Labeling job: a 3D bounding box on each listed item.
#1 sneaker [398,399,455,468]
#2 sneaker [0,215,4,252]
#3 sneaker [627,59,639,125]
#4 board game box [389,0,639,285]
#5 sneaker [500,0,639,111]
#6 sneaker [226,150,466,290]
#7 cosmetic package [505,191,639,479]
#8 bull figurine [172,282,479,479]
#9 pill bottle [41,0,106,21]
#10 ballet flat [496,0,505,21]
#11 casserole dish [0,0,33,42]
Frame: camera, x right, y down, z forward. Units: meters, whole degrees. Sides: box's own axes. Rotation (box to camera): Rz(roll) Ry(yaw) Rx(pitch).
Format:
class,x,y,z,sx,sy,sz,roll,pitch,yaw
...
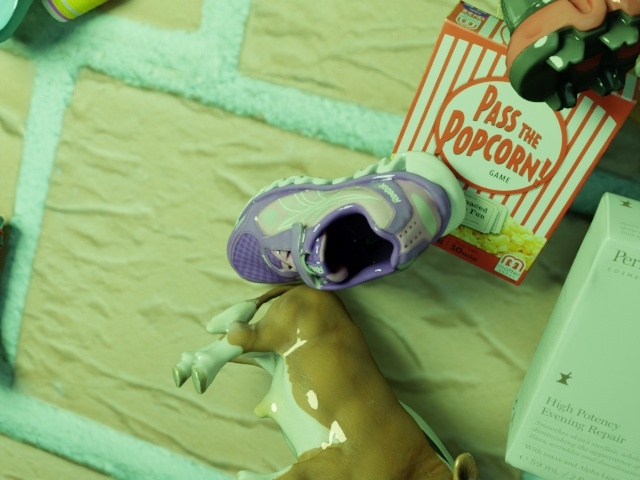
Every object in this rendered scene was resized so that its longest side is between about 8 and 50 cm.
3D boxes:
class,x,y,z,sx,sy,sz,roll,pitch,yaw
sneaker,0.072,0.244,0.648,0.296,0.147,0.104,45,107,5
sneaker,-0.378,0.017,0.745,0.125,0.104,0.261,-18,94,13
sneaker,0.347,-0.042,0.581,0.290,0.106,0.123,47,143,-6
board game box,0.137,-0.071,0.594,0.147,0.045,0.193,26,132,8
sneaker,0.240,-0.187,0.468,0.276,0.097,0.135,-17,71,7
sneaker,0.000,0.000,0.621,0.237,0.104,0.095,-15,117,38
cosmetic package,0.239,0.091,0.586,0.117,0.085,0.231,17,122,10
bull figurine,0.006,0.159,0.598,0.189,0.310,0.101,-11,135,-24
pill bottle,-0.220,-0.242,0.697,0.083,0.043,0.043,-21,93,16
ballet flat,0.168,-0.212,0.595,0.073,0.067,0.206,4,101,-12
casserole dish,-0.326,-0.263,0.702,0.188,0.037,0.114,47,110,20
